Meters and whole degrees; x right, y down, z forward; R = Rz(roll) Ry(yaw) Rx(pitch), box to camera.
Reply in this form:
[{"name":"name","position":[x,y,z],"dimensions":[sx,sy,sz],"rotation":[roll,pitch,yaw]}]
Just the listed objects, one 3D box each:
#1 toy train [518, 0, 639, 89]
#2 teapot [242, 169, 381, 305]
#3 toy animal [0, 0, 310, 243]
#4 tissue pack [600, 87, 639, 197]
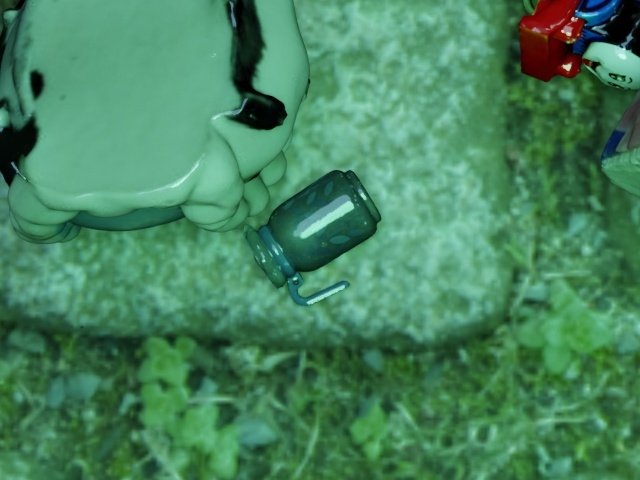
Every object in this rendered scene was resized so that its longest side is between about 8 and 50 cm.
[{"name":"toy train","position":[0.210,-0.190,0.938],"dimensions":[0.131,0.083,0.204],"rotation":[26,81,14]},{"name":"teapot","position":[-0.002,-0.003,0.945],"dimensions":[0.083,0.063,0.049],"rotation":[-33,40,3]},{"name":"toy animal","position":[-0.104,-0.087,0.925],"dimensions":[0.204,0.156,0.208],"rotation":[-4,65,7]},{"name":"tissue pack","position":[0.313,-0.107,0.836],"dimensions":[0.209,0.137,0.269],"rotation":[33,80,-15]}]
